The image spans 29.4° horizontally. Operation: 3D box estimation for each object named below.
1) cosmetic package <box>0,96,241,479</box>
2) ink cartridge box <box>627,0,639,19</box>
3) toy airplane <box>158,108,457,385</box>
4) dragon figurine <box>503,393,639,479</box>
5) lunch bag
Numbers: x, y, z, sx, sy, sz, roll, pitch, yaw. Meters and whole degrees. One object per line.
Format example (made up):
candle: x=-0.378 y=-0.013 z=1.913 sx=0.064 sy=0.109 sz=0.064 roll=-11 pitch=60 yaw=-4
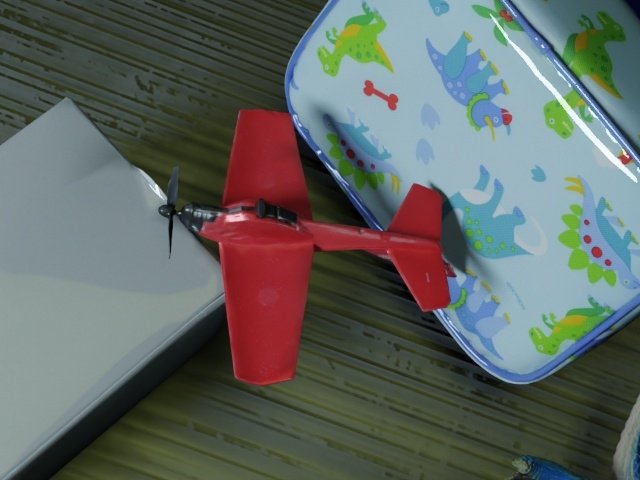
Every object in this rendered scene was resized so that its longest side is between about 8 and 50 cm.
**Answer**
cosmetic package: x=-0.165 y=0.060 z=0.556 sx=0.238 sy=0.107 sz=0.127 roll=-38 pitch=82 yaw=-23
ink cartridge box: x=0.108 y=-0.192 z=0.659 sx=0.065 sy=0.165 sz=0.333 roll=-29 pitch=77 yaw=-18
toy airplane: x=0.000 y=0.000 z=0.556 sx=0.151 sy=0.028 sz=0.151 roll=12 pitch=55 yaw=-18
dragon figurine: x=0.130 y=0.174 z=0.547 sx=0.289 sy=0.085 sz=0.144 roll=-41 pitch=55 yaw=-20
lunch bag: x=0.088 y=-0.050 z=0.603 sx=0.090 sy=0.176 sz=0.219 roll=-26 pitch=74 yaw=-40
